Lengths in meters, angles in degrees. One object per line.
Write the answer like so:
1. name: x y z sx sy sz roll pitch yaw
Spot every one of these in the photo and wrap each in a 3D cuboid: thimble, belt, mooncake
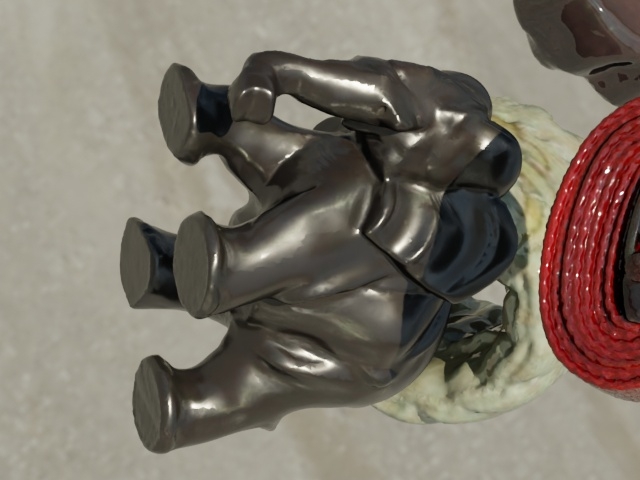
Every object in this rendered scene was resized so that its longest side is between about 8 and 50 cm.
1. thimble: 0.117 0.009 1.681 0.291 0.291 0.195 52 42 6
2. belt: 0.221 0.008 1.257 0.128 0.201 0.124 15 -6 22
3. mooncake: 0.292 -0.261 1.850 0.283 0.141 0.283 12 64 -27

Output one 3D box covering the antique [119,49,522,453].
1. antique: 0.000 0.000 1.413 0.255 0.322 0.185 -1 38 -22
